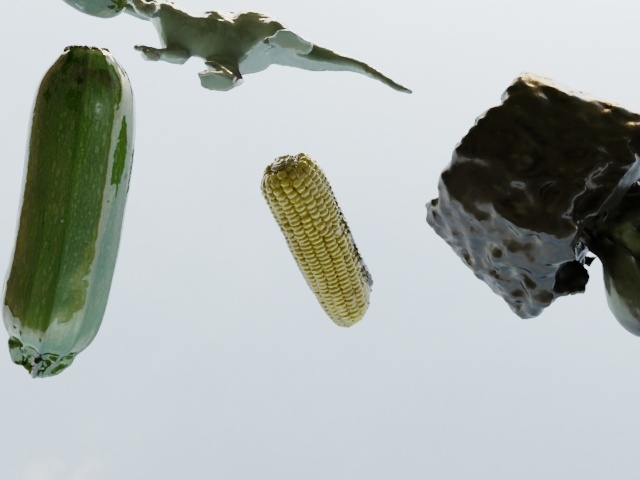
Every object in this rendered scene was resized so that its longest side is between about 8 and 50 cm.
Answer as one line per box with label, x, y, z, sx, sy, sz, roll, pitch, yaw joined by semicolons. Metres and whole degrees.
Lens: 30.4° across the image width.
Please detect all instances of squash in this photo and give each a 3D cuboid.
squash;-0.161;-0.015;0.756;0.077;0.068;0.219;21;-76;32

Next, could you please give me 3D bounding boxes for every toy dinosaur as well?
toy dinosaur;-0.048;-0.153;0.924;0.242;0.053;0.167;8;-161;-2

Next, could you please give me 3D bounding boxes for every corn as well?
corn;0.000;0.000;1.241;0.072;0.203;0.072;-21;-157;10

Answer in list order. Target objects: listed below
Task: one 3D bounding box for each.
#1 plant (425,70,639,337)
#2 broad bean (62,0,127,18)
plant;0.212;0.006;0.808;0.274;0.149;0.146;30;-111;8
broad bean;-0.207;-0.224;0.794;0.053;0.256;0.052;36;-93;31
